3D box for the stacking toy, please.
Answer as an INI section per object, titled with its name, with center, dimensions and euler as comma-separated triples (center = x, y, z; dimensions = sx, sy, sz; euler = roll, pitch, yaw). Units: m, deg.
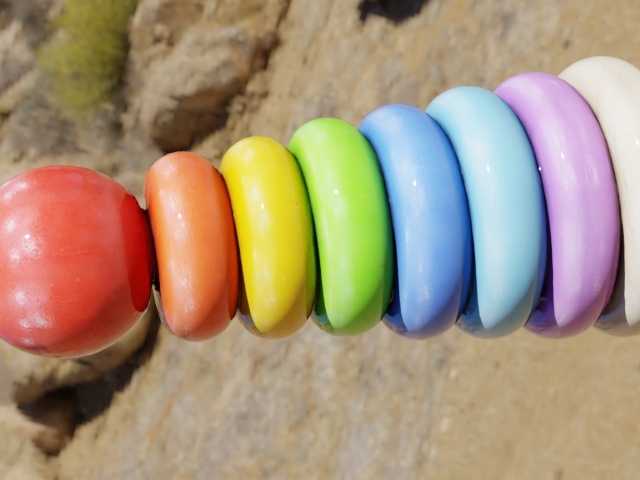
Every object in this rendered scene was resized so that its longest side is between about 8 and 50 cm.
[stacking toy]
center = 0.000, 0.000, 0.693
dimensions = 0.141, 0.330, 0.141
euler = 171, 90, -79
